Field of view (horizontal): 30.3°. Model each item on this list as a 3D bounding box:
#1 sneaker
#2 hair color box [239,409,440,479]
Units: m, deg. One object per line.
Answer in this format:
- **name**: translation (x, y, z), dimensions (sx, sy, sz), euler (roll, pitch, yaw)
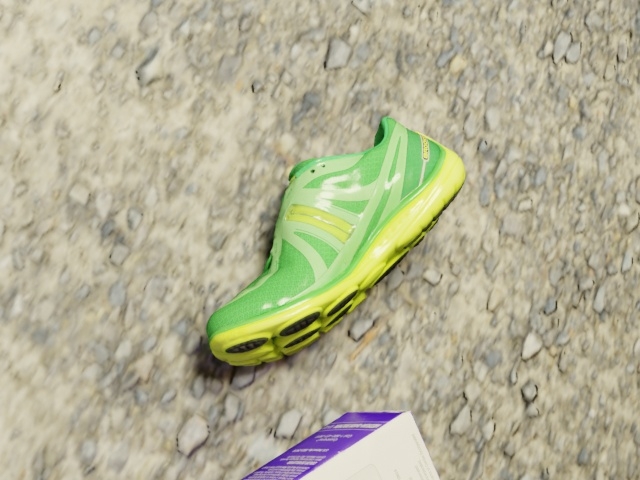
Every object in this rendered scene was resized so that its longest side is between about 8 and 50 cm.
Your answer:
- **sneaker**: translation (0.000, 0.000, 1.044), dimensions (0.123, 0.109, 0.295), euler (42, 63, 11)
- **hair color box**: translation (-0.041, 0.294, 0.946), dimensions (0.339, 0.110, 0.185), euler (-27, 96, -34)
